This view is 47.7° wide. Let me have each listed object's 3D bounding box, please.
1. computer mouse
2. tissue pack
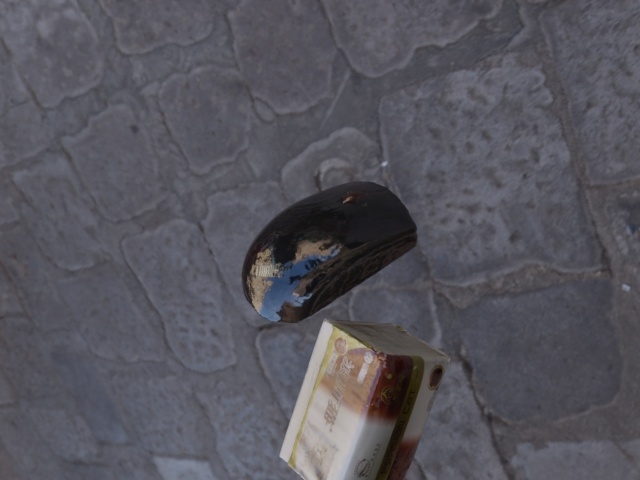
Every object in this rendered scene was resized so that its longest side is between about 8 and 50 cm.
[{"bbox_3d":[0.000,0.000,1.060,0.170,0.269,0.100,43,158,40],"label":"computer mouse"},{"bbox_3d":[0.044,0.162,0.701,0.099,0.106,0.148,27,103,47],"label":"tissue pack"}]
